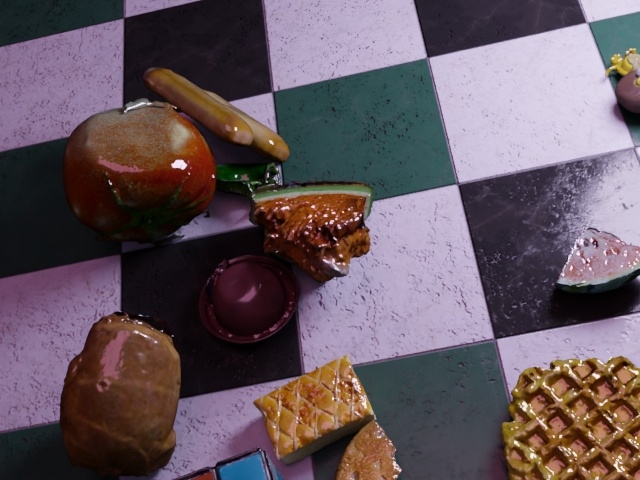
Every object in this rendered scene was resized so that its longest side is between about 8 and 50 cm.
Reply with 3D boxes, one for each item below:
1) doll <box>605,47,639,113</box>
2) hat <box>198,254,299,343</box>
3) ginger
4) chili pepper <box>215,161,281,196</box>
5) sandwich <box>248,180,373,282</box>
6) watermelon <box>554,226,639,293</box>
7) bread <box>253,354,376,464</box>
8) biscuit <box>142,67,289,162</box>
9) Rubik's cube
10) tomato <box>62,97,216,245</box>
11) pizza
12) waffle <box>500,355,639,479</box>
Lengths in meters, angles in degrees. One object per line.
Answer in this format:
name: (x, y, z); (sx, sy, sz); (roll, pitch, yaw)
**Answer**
doll: (0.642, -0.322, 1.897); (0.145, 0.096, 0.188); (-35, 46, -19)
hat: (-0.141, 0.102, 1.804); (0.205, 0.089, 0.206); (-7, 56, 10)
ginger: (-0.344, 0.283, 1.631); (0.200, 0.269, 0.223); (2, 45, -20)
chili pepper: (-0.178, -0.130, 1.983); (0.216, 0.062, 0.108); (15, 38, 24)
sandwich: (0.000, 0.000, 1.796); (0.250, 0.162, 0.301); (-7, 25, -6)
watermelon: (0.508, 0.037, 1.712); (0.187, 0.071, 0.139); (-17, 48, 12)
bread: (-0.009, 0.298, 1.658); (0.188, 0.068, 0.126); (-25, 56, -4)
biscuit: (-0.215, -0.263, 1.979); (0.290, 0.236, 0.062); (36, 100, 31)
Rubik's cube: (-0.132, 0.464, 1.519); (0.180, 0.167, 0.183); (-22, 56, -3)
tomato: (-0.357, -0.139, 1.879); (0.303, 0.303, 0.239); (-17, 68, 2)
pizza: (0.080, 0.419, 1.565); (0.127, 0.058, 0.246); (-14, 54, 5)
waffle: (0.456, 0.324, 1.534); (0.324, 0.068, 0.302); (4, 59, 14)
